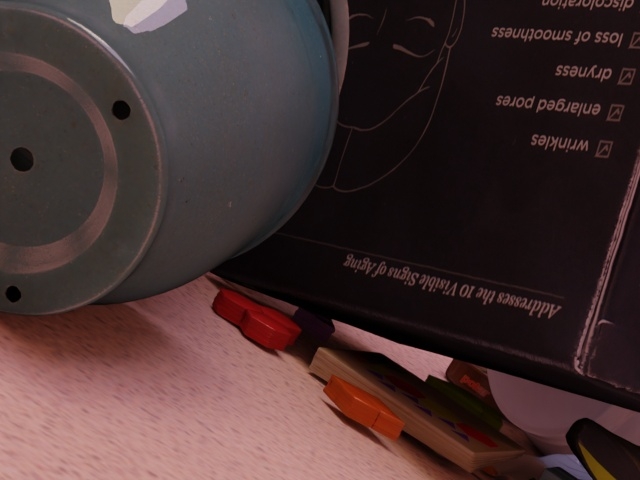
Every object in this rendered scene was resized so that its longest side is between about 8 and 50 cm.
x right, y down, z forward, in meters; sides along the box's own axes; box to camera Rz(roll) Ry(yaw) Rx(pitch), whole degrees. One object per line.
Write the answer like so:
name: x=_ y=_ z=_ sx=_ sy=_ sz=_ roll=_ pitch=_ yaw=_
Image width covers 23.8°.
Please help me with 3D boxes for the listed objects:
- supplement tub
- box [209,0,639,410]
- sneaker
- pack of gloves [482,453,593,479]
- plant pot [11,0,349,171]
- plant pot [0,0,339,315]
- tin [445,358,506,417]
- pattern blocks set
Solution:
supplement tub: x=0.353 y=0.164 z=1.680 sx=0.316 sy=0.228 sz=0.228 roll=27 pitch=7 yaw=-42
box: x=0.203 y=-0.117 z=1.372 sx=0.297 sy=0.472 sz=0.480 roll=24 pitch=-7 yaw=-40
sneaker: x=0.359 y=0.213 z=1.369 sx=0.300 sy=0.121 sz=0.111 roll=23 pitch=11 yaw=-15
pack of gloves: x=0.264 y=0.262 z=1.382 sx=0.232 sy=0.046 sz=0.195 roll=10 pitch=20 yaw=-49
plant pot: x=-0.130 y=-0.198 z=1.248 sx=0.341 sy=0.341 sz=0.334 roll=32 pitch=17 yaw=-3
plant pot: x=-0.148 y=-0.076 z=0.964 sx=0.271 sy=0.272 sz=0.255 roll=33 pitch=21 yaw=3
tin: x=0.208 y=0.173 z=1.800 sx=0.106 sy=0.040 sz=0.189 roll=39 pitch=7 yaw=21
pattern blocks set: x=0.080 y=0.145 z=1.320 sx=0.325 sy=0.026 sz=0.285 roll=34 pitch=9 yaw=34
